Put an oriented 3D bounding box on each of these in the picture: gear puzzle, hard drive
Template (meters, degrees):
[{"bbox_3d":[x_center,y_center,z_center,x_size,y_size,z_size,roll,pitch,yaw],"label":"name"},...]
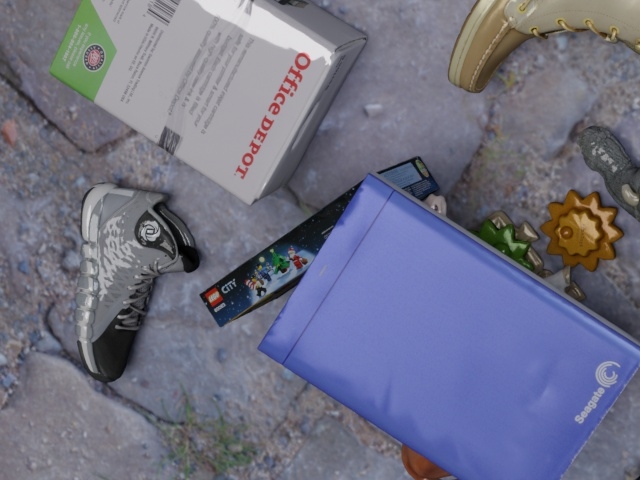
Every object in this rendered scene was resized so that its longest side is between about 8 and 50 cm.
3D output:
[{"bbox_3d":[0.183,0.075,1.877,0.339,0.044,0.175,-40,84,22],"label":"gear puzzle"},{"bbox_3d":[0.127,0.105,1.750,0.318,0.040,0.210,33,104,1],"label":"hard drive"}]

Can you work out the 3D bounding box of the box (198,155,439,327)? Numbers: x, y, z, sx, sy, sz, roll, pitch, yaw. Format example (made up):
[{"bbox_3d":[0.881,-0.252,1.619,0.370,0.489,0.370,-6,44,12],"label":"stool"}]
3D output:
[{"bbox_3d":[0.000,0.000,1.873,0.233,0.159,0.044,-34,87,23],"label":"box"}]

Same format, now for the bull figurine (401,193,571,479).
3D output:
[{"bbox_3d":[0.155,0.102,1.817,0.188,0.101,0.310,2,104,12],"label":"bull figurine"}]

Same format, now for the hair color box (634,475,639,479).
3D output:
[{"bbox_3d":[0.361,0.326,1.819,0.174,0.105,0.347,47,111,8],"label":"hair color box"}]

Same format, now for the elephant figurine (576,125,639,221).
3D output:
[{"bbox_3d":[0.372,-0.019,1.737,0.186,0.169,0.239,-7,81,-8],"label":"elephant figurine"}]

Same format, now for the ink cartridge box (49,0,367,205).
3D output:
[{"bbox_3d":[-0.119,-0.196,1.903,0.273,0.115,0.198,34,112,9],"label":"ink cartridge box"}]

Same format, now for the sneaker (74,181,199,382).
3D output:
[{"bbox_3d":[-0.200,0.051,2.004,0.132,0.086,0.229,3,99,19],"label":"sneaker"}]

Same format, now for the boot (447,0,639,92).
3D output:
[{"bbox_3d":[0.267,-0.211,1.771,0.203,0.095,0.262,39,106,10],"label":"boot"}]
